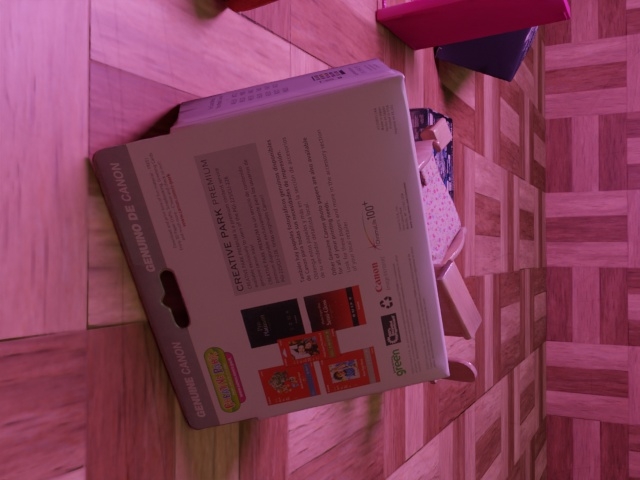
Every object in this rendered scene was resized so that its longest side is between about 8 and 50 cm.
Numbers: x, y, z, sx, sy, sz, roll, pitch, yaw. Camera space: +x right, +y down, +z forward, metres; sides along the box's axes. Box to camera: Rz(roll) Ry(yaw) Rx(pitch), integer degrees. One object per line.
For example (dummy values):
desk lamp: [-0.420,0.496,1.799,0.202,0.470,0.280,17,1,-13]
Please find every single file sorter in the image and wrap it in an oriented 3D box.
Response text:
file sorter: [0.264,-0.471,1.117,0.202,0.290,0.182,-1,88,-63]

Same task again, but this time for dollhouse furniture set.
dollhouse furniture set: [0.227,0.007,1.058,0.355,0.174,0.303,-49,122,-36]

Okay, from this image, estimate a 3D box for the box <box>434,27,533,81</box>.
box: [0.417,-0.565,1.416,0.343,0.179,0.312,-51,160,-51]

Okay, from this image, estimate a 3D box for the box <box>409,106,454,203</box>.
box: [0.219,-0.143,1.281,0.175,0.051,0.220,-7,96,-63]

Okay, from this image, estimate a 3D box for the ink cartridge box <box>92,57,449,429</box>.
ink cartridge box: [-0.037,0.007,0.640,0.130,0.272,0.309,-106,-176,-67]

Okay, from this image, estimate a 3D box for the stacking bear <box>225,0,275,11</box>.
stacking bear: [-0.069,-0.404,0.617,0.289,0.164,0.175,59,40,-38]
